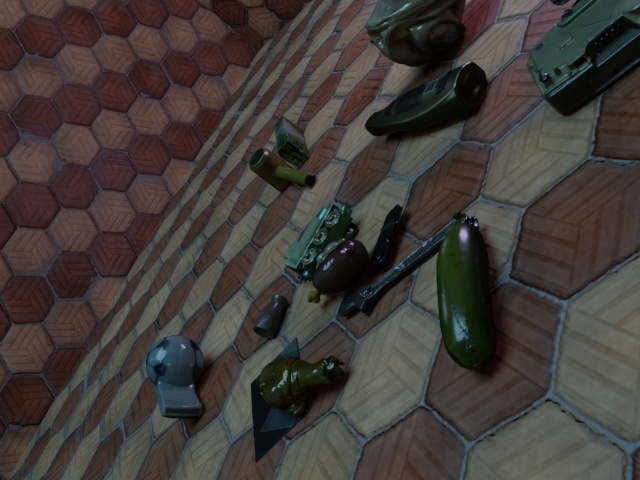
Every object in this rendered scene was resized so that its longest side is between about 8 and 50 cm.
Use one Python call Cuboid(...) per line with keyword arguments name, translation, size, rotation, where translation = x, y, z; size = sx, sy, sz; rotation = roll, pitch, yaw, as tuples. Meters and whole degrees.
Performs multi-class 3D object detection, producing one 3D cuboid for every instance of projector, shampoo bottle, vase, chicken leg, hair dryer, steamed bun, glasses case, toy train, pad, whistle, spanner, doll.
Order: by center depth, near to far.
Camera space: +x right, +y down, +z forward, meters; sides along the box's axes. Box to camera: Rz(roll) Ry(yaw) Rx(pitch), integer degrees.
Cuboid(name="projector", translation=(0.479, -0.358, 1.080), size=(0.269, 0.088, 0.193), rotation=(-40, 29, 29))
Cuboid(name="chicken leg", translation=(-0.043, 0.270, 1.207), size=(0.228, 0.088, 0.103), rotation=(-16, 30, 43))
Cuboid(name="spanner", translation=(0.152, 0.055, 1.211), size=(0.325, 0.026, 0.093), rotation=(-40, 25, 25))
Cuboid(name="pad", translation=(-0.090, 0.321, 1.321), size=(0.163, 0.004, 0.243), rotation=(-47, 23, 14))
Cuboid(name="doll", translation=(0.022, 0.068, 1.321), size=(0.188, 0.096, 0.145), rotation=(-46, -9, 27))
Cuboid(name="toy train", translation=(0.000, 0.000, 1.485), size=(0.125, 0.081, 0.194), rotation=(17, 74, 52))
Cuboid(name="shampoo bottle", translation=(0.233, -0.312, 1.495), size=(0.350, 0.084, 0.125), rotation=(-12, 44, 59))
Cuboid(name="vase", translation=(-0.116, 0.178, 1.514), size=(0.053, 0.053, 0.100), rotation=(-22, 34, 51))
Cuboid(name="steamed bun", translation=(0.274, -0.581, 1.633), size=(0.268, 0.207, 0.280), rotation=(-23, -29, -46))
Cuboid(name="whistle", translation=(-0.372, 0.333, 1.660), size=(0.163, 0.163, 0.290), rotation=(-55, 24, -4))
Cuboid(name="hair dryer", translation=(-0.108, -0.212, 1.974), size=(0.090, 0.135, 0.279), rotation=(-58, 33, -7))
Cuboid(name="glasses case", translation=(-0.104, -0.337, 2.169), size=(0.062, 0.095, 0.272), rotation=(-48, 23, 18))

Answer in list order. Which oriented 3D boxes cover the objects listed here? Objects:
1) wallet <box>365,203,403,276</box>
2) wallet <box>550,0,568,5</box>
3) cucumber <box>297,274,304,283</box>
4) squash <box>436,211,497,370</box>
Cuboid(name="wallet", translation=(0.132, -0.002, 1.313), size=(0.156, 0.018, 0.082), rotation=(-67, 6, -28))
Cuboid(name="wallet", translation=(0.502, -0.500, 1.173), size=(0.141, 0.059, 0.202), rotation=(-30, 4, 40))
Cuboid(name="cucumber", translation=(-0.035, 0.041, 1.573), size=(0.037, 0.037, 0.155), rotation=(-34, 30, 39))
Cuboid(name="squash", translation=(0.223, 0.059, 0.990), size=(0.087, 0.087, 0.331), rotation=(-37, 26, 35))
